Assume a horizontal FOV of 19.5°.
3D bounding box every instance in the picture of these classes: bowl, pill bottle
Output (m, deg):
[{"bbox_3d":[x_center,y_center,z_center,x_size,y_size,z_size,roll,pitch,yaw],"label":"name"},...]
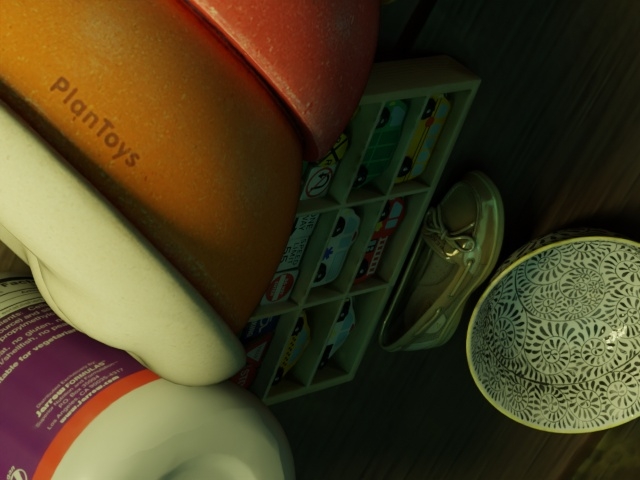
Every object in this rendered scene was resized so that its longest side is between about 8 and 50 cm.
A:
[{"bbox_3d":[0.185,0.049,1.352,0.170,0.080,0.170,-2,123,-3],"label":"bowl"},{"bbox_3d":[-0.175,0.131,1.229,0.181,0.323,0.181,-15,115,-36],"label":"pill bottle"}]

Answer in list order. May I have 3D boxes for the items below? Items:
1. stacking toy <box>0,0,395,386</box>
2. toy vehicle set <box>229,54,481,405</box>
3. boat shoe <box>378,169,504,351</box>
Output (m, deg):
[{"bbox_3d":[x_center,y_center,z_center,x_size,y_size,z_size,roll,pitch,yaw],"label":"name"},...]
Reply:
[{"bbox_3d":[-0.043,-0.186,1.066,0.480,0.350,0.350,-47,117,-8],"label":"stacking toy"},{"bbox_3d":[0.000,0.000,1.277,0.166,0.035,0.267,-13,135,-45],"label":"toy vehicle set"},{"bbox_3d":[0.085,0.018,1.334,0.048,0.056,0.153,-11,138,-39],"label":"boat shoe"}]
